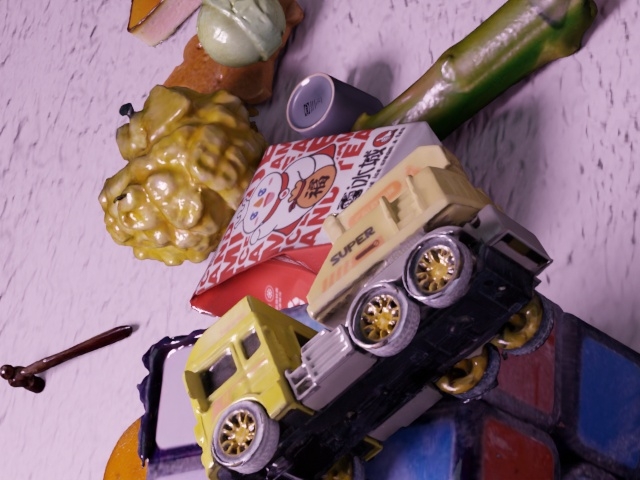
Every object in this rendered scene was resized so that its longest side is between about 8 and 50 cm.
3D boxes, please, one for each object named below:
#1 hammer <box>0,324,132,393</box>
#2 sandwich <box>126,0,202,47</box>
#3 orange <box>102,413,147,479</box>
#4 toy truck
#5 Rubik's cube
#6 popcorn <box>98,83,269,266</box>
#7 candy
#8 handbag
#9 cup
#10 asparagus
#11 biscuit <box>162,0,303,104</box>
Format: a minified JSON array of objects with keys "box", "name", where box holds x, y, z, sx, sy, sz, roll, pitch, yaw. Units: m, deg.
[{"box":[-0.282,0.130,2.197,0.178,0.065,0.021,-25,56,22],"name":"hammer"},{"box":[-0.145,-0.336,2.292,0.162,0.058,0.193,-9,61,41],"name":"sandwich"},{"box":[-0.119,0.250,1.860,0.206,0.206,0.206,-22,55,36],"name":"orange"},{"box":[0.026,0.057,1.348,0.272,0.124,0.157,-42,47,18],"name":"toy truck"},{"box":[0.089,0.252,1.536,0.363,0.359,0.362,-15,58,37],"name":"Rubik's cube"},{"box":[-0.148,-0.074,2.068,0.218,0.169,0.189,-14,58,60],"name":"popcorn"},{"box":[-0.011,-0.327,2.125,0.093,0.092,0.335,35,82,29],"name":"candy"},{"box":[0.000,0.000,1.869,0.298,0.151,0.171,-6,44,42],"name":"handbag"},{"box":[0.011,-0.138,2.016,0.078,0.077,0.100,-40,45,23],"name":"cup"},{"box":[0.150,-0.165,1.890,0.343,0.085,0.082,-42,42,23],"name":"asparagus"},{"box":[-0.115,-0.190,2.198,0.250,0.035,0.162,-36,43,18],"name":"biscuit"}]
